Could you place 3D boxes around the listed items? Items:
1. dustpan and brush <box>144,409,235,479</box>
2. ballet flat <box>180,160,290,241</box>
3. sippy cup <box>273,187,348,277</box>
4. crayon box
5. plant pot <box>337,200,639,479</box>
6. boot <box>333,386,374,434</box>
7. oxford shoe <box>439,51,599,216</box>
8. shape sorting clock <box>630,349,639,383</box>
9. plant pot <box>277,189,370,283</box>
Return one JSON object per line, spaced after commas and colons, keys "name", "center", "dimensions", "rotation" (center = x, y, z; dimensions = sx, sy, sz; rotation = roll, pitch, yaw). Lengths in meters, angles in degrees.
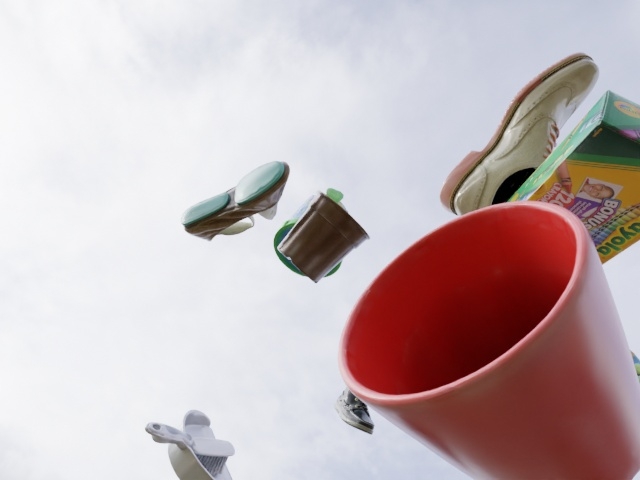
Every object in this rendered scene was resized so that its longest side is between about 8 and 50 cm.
{"name": "dustpan and brush", "center": [-0.165, 0.273, 0.612], "dimensions": [0.060, 0.147, 0.211], "rotation": [-43, -39, 4]}
{"name": "ballet flat", "center": [-0.190, -0.082, 1.167], "dimensions": [0.342, 0.116, 0.124], "rotation": [-26, -46, 22]}
{"name": "sippy cup", "center": [-0.010, -0.032, 1.561], "dimensions": [0.305, 0.224, 0.240], "rotation": [-19, -60, 34]}
{"name": "crayon box", "center": [0.411, -0.067, 0.707], "dimensions": [0.165, 0.081, 0.278], "rotation": [29, -31, 6]}
{"name": "plant pot", "center": [0.198, 0.134, 0.504], "dimensions": [0.275, 0.275, 0.243], "rotation": [-33, -72, 23]}
{"name": "boot", "center": [0.128, 0.467, 1.423], "dimensions": [0.085, 0.236, 0.179], "rotation": [31, -98, -13]}
{"name": "oxford shoe", "center": [0.420, -0.182, 0.922], "dimensions": [0.140, 0.146, 0.397], "rotation": [29, -76, -40]}
{"name": "shape sorting clock", "center": [0.819, 0.356, 1.334], "dimensions": [0.206, 0.206, 0.040], "rotation": [7, -40, 6]}
{"name": "plant pot", "center": [0.000, 0.000, 1.089], "dimensions": [0.167, 0.167, 0.165], "rotation": [42, -91, -13]}
